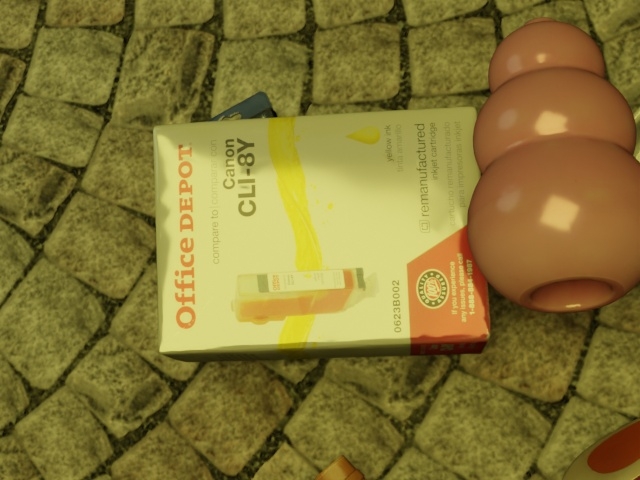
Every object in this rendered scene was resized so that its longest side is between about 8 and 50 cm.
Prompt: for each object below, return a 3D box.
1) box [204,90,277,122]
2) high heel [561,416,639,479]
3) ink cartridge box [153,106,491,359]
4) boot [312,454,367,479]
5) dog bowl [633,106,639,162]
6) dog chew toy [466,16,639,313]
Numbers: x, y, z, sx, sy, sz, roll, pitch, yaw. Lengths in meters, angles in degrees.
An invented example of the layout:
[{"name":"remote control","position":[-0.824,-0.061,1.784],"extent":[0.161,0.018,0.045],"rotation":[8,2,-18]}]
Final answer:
[{"name":"box","position":[-0.090,-0.076,1.619],"extent":[0.136,0.036,0.225],"rotation":[-28,74,9]},{"name":"high heel","position":[0.334,0.354,1.418],"extent":[0.377,0.127,0.181],"rotation":[-40,102,1]},{"name":"ink cartridge box","position":[0.000,0.000,1.482],"extent":[0.384,0.160,0.279],"rotation":[-3,81,4]},{"name":"boot","position":[0.069,0.321,1.485],"extent":[0.197,0.073,0.152],"rotation":[-34,79,11]},{"name":"dog bowl","position":[0.462,-0.051,1.428],"extent":[0.264,0.104,0.265],"rotation":[-3,80,15]},{"name":"dog chew toy","position":[0.256,-0.094,1.355],"extent":[0.206,0.206,0.332],"rotation":[-8,66,14]}]
